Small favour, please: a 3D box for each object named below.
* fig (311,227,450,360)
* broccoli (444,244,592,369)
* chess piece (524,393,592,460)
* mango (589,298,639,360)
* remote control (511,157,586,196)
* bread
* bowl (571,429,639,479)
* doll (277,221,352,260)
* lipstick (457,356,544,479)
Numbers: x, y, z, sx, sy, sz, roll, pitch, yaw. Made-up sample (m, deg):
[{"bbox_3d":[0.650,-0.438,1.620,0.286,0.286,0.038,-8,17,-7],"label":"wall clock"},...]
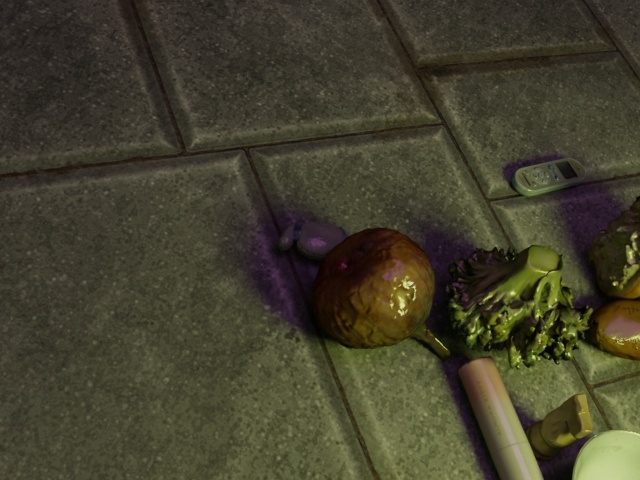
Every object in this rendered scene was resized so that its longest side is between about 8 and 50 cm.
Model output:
[{"bbox_3d":[0.162,0.163,1.865,0.368,0.286,0.286,50,50,-20],"label":"fig"},{"bbox_3d":[0.450,0.153,1.927,0.334,0.272,0.323,23,69,1],"label":"broccoli"},{"bbox_3d":[0.522,0.404,1.797,0.090,0.200,0.090,8,55,-12],"label":"chess piece"},{"bbox_3d":[0.779,0.222,2.041,0.249,0.156,0.151,2,93,-16],"label":"mango"},{"bbox_3d":[0.640,-0.177,2.329,0.244,0.047,0.087,-13,59,-25],"label":"remote control"},{"bbox_3d":[0.850,0.050,2.084,0.270,0.315,0.211,19,56,-12],"label":"bread"},{"bbox_3d":[0.638,0.572,1.755,0.314,0.146,0.313,9,55,-14],"label":"bowl"},{"bbox_3d":[0.000,0.000,1.982,0.214,0.071,0.103,3,57,-20],"label":"doll"},{"bbox_3d":[0.399,0.419,1.817,0.087,0.087,0.326,-6,59,-22],"label":"lipstick"}]
